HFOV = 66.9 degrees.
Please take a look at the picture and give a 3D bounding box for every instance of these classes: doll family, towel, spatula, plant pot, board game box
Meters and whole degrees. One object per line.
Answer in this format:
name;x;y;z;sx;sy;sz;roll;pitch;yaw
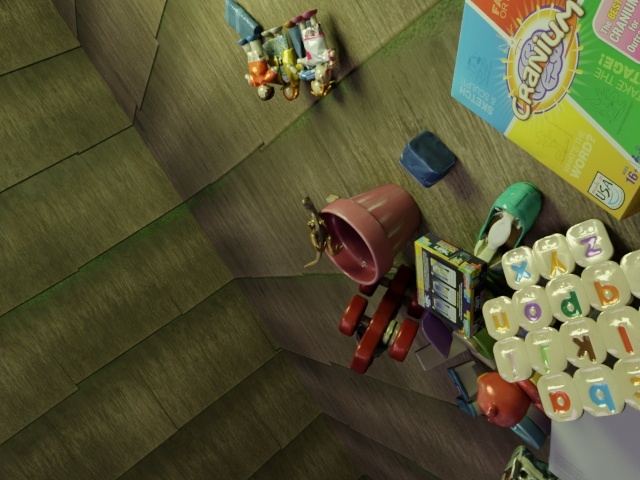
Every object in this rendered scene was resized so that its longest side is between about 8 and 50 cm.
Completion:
doll family;-0.046;-0.384;1.042;0.262;0.118;0.163;-1;118;41
towel;-0.187;-0.530;1.177;0.119;0.029;0.067;48;156;16
spatula;0.259;0.175;1.088;0.084;0.030;0.296;50;-166;1
plant pot;0.119;-0.030;1.091;0.201;0.180;0.201;42;154;26
board game box;0.252;0.087;0.945;0.141;0.048;0.170;36;147;45
board game box;0.293;-0.212;0.575;0.317;0.064;0.242;54;161;37

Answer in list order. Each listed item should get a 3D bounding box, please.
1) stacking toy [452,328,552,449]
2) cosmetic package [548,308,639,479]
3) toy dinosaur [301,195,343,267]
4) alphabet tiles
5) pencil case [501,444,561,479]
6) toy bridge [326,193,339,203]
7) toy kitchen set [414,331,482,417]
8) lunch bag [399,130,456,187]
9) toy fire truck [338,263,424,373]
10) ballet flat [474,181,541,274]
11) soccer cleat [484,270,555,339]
stacking toy;0.359;0.304;1.029;0.279;0.130;0.309;42;173;46
cosmetic package;0.531;0.317;0.828;0.217;0.156;0.385;30;146;43
toy dinosaur;0.000;0.000;1.074;0.112;0.064;0.212;-125;25;-51
alphabet tiles;0.391;0.121;0.740;0.284;0.021;0.278;-29;59;39
pencil case;0.573;0.578;0.976;0.410;0.160;0.183;19;164;28
toy bridge;0.071;-0.040;1.360;0.063;0.026;0.188;22;141;49
toy kitchen set;0.341;0.359;1.266;0.207;0.122;0.166;63;178;13
lunch bag;0.197;-0.153;0.919;0.098;0.067;0.065;49;156;13
toy fire truck;0.156;0.210;1.222;0.169;0.302;0.254;23;144;13
ballet flat;0.318;-0.001;0.874;0.083;0.087;0.247;41;154;27
soccer cleat;0.333;0.128;0.997;0.289;0.093;0.121;38;134;27
